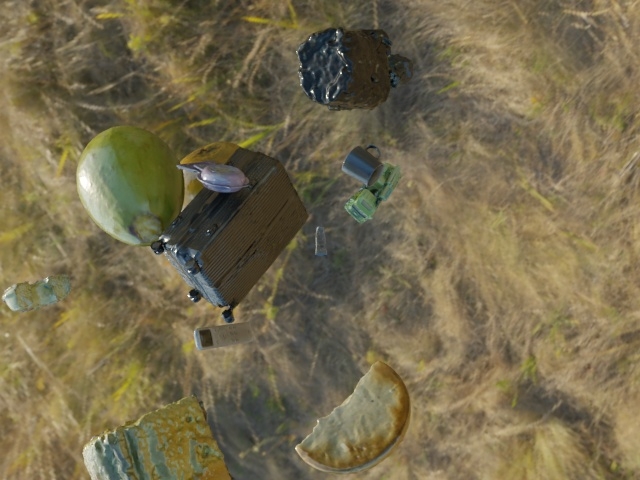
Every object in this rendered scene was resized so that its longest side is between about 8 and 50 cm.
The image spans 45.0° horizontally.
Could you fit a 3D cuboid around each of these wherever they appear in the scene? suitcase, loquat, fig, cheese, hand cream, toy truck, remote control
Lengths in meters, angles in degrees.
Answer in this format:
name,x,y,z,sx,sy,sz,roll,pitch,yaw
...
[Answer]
name,x,y,z,sx,sy,sz,roll,pitch,yaw
suitcase,-0.192,-0.019,1.763,0.152,0.335,0.229,25,155,34
loquat,-0.293,-0.153,2.179,0.263,0.263,0.263,24,133,28
fig,-0.447,-0.114,1.844,0.258,0.258,0.326,100,153,-42
cheese,-0.221,-0.138,1.631,0.191,0.105,0.042,25,118,46
hand cream,0.000,0.000,1.947,0.030,0.093,0.019,0,140,-5
toy truck,0.144,-0.128,1.965,0.077,0.169,0.100,44,159,-7
remote control,-0.293,0.292,2.382,0.029,0.261,0.067,-19,79,31

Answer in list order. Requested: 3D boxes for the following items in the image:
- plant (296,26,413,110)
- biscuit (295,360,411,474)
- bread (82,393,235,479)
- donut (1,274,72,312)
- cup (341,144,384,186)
name,x,y,z,sx,sy,sz,roll,pitch,yaw
plant,0.056,-0.277,1.258,0.142,0.203,0.131,0,92,28
biscuit,0.104,0.443,1.840,0.204,0.309,0.040,30,157,42
bread,-0.292,0.400,1.316,0.262,0.162,0.204,-29,84,18
donut,-0.693,0.133,1.861,0.108,0.166,0.065,-24,86,32
cup,0.113,-0.187,1.883,0.077,0.100,0.078,36,169,19
